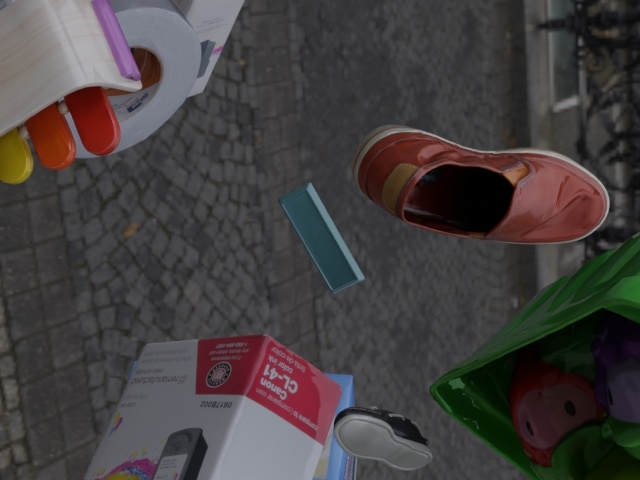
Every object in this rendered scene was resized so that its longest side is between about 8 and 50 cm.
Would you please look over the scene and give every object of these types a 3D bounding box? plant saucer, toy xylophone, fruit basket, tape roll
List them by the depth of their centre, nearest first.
[{"bbox_3d":[0.251,0.192,0.822,0.283,0.392,0.392,38,47,-2],"label":"fruit basket"},{"bbox_3d":[-0.348,-0.162,1.017,0.081,0.322,0.236,22,50,-70],"label":"toy xylophone"},{"bbox_3d":[-0.249,-0.198,1.147,0.219,0.072,0.219,-30,153,-17],"label":"tape roll"},{"bbox_3d":[0.000,0.000,1.675,0.192,0.067,0.018,60,20,-12],"label":"plant saucer"}]

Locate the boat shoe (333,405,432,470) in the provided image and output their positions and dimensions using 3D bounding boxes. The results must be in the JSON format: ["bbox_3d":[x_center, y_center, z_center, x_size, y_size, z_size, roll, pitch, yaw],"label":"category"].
[{"bbox_3d":[0.052,0.166,0.870,0.125,0.046,0.038,28,31,-40],"label":"boat shoe"}]

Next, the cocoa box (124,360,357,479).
[{"bbox_3d":[-0.126,0.342,1.487,0.231,0.346,0.228,-79,169,-47],"label":"cocoa box"}]

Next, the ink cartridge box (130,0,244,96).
[{"bbox_3d":[-0.253,-0.355,1.565,0.119,0.353,0.207,-26,73,-36],"label":"ink cartridge box"}]

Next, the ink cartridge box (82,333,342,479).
[{"bbox_3d":[-0.135,0.260,1.019,0.131,0.226,0.306,42,56,-32],"label":"ink cartridge box"}]

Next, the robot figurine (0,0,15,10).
[{"bbox_3d":[-0.467,-0.445,1.433,0.300,0.199,0.354,45,34,-43],"label":"robot figurine"}]

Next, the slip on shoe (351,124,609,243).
[{"bbox_3d":[0.190,-0.044,1.087,0.331,0.101,0.123,10,118,-31],"label":"slip on shoe"}]
